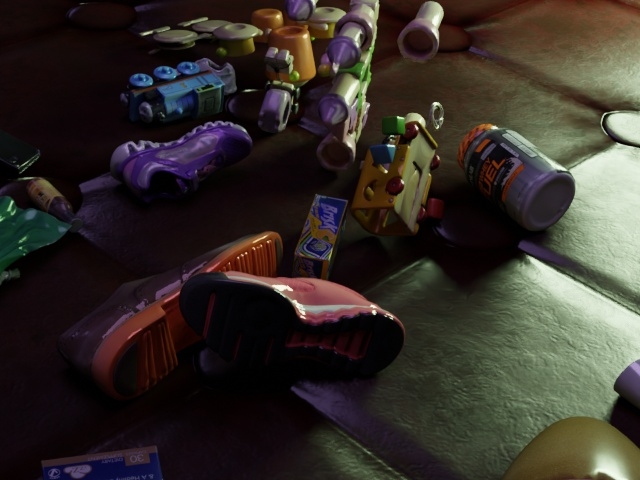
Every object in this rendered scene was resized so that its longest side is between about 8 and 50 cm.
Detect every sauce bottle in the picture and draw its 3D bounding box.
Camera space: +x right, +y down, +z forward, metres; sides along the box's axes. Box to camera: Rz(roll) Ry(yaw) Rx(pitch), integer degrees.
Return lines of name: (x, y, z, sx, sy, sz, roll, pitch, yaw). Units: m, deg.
sauce bottle: (-0.411, -0.054, 1.792, 0.042, 0.042, 0.128, -22, 41, -33)

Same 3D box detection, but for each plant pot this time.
plant pot: (0.284, 0.298, 1.243, 0.237, 0.237, 0.254, 11, 21, 9)

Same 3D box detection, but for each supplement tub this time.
supplement tub: (0.316, -0.108, 1.895, 0.117, 0.117, 0.190, -16, 39, -27)

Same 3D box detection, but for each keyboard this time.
keyboard: (-0.564, -0.160, 1.907, 0.180, 0.023, 0.108, 27, 32, 5)

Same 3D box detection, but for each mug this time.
mug: (0.437, 0.195, 1.529, 0.078, 0.062, 0.064, -23, 51, -25)

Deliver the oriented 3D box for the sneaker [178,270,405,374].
sneaker: (-0.048, 0.100, 1.545, 0.313, 0.116, 0.136, 14, 17, -23)

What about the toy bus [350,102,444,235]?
toy bus: (0.114, -0.107, 1.817, 0.104, 0.191, 0.202, -1, 14, 32)

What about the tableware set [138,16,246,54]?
tableware set: (-0.251, -0.406, 2.322, 0.128, 0.039, 0.194, 17, 29, 37)

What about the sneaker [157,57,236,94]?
sneaker: (-0.232, -0.315, 2.173, 0.152, 0.061, 0.054, 5, 37, 2)

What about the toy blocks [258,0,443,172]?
toy blocks: (0.025, -0.243, 1.912, 0.308, 0.289, 0.260, 13, 39, 9)

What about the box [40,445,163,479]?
box: (-0.233, 0.324, 1.282, 0.136, 0.037, 0.225, -5, 37, -14)

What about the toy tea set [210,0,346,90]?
toy tea set: (-0.059, -0.379, 2.256, 0.200, 0.124, 0.336, 13, 30, 26)

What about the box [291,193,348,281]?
box: (0.000, 0.000, 1.751, 0.054, 0.059, 0.169, 11, 36, 5)

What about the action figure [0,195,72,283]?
action figure: (-0.469, 0.024, 1.656, 0.137, 0.064, 0.232, 14, 32, 9)

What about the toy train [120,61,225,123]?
toy train: (-0.264, -0.261, 2.078, 0.184, 0.080, 0.105, -20, 48, -31)

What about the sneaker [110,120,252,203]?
sneaker: (-0.215, -0.118, 1.875, 0.236, 0.095, 0.104, -17, 47, -20)

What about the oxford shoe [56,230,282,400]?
oxford shoe: (-0.195, 0.072, 1.571, 0.132, 0.130, 0.363, 22, 38, 33)
